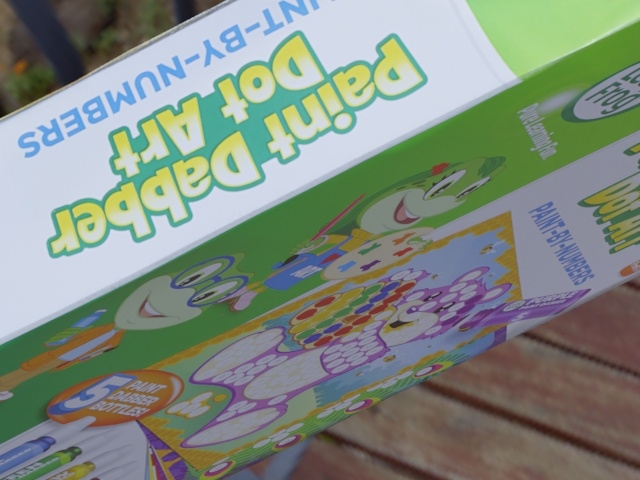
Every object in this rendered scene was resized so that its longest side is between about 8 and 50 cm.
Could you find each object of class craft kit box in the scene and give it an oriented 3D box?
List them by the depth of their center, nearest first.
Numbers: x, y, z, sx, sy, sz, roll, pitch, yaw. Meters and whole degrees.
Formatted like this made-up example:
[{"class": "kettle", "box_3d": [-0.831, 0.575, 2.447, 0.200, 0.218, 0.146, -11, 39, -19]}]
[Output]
[{"class": "craft kit box", "box_3d": [0.000, 0.000, 0.546, 0.246, 0.250, 0.061, -29, 73, 7]}]
